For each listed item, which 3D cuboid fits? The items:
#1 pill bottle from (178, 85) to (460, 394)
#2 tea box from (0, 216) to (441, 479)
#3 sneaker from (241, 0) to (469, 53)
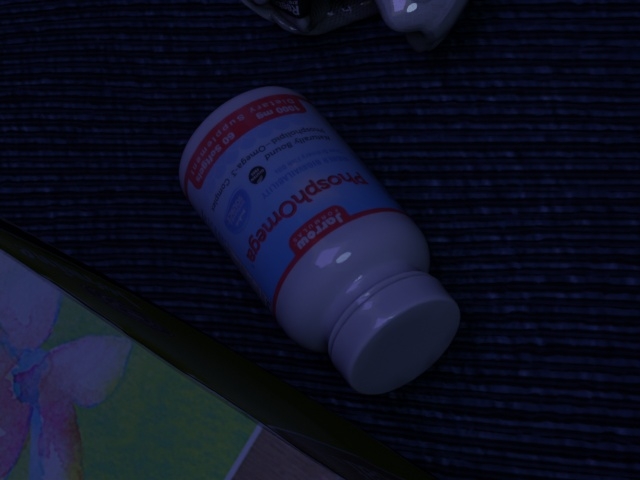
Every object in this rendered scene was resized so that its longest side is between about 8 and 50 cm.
[{"bbox_3d":[0.000,0.000,0.802,0.087,0.087,0.160,-44,56,7],"label":"pill bottle"},{"bbox_3d":[-0.081,0.147,0.642,0.323,0.329,0.220,28,85,35],"label":"tea box"},{"bbox_3d":[-0.031,-0.185,0.890,0.292,0.110,0.118,18,89,33],"label":"sneaker"}]
